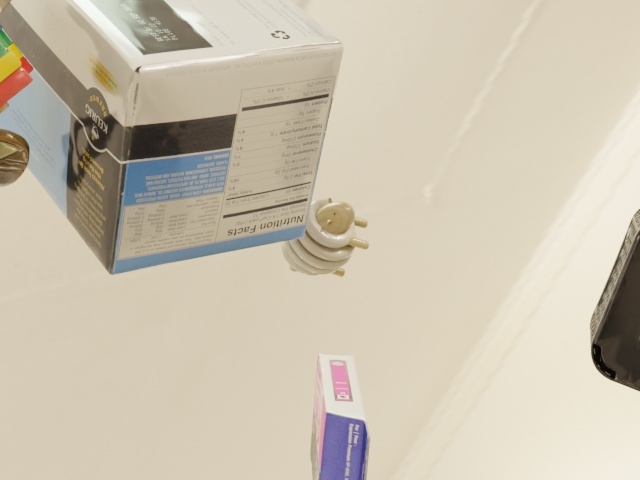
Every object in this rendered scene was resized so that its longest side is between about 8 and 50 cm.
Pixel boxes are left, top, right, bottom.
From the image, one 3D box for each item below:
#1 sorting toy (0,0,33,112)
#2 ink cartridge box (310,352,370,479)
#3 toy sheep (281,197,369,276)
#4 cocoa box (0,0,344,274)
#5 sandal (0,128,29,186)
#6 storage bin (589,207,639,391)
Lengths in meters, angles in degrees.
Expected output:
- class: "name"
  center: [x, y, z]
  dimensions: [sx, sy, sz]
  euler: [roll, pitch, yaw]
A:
- class: "sorting toy"
  center: [-0.349, -0.108, 1.194]
  dimensions: [0.255, 0.089, 0.257]
  euler: [-37, 16, 0]
- class: "ink cartridge box"
  center: [0.026, 0.300, 2.061]
  dimensions: [0.371, 0.069, 0.176]
  euler: [-110, 24, -77]
- class: "toy sheep"
  center: [0.000, 0.000, 1.610]
  dimensions: [0.091, 0.091, 0.132]
  euler: [-19, -25, -43]
- class: "cocoa box"
  center: [-0.175, -0.163, 1.427]
  dimensions: [0.231, 0.347, 0.228]
  euler: [-11, -51, -32]
- class: "sandal"
  center: [-0.335, -0.077, 1.377]
  dimensions: [0.072, 0.049, 0.180]
  euler: [18, -25, -24]
- class: "storage bin"
  center: [0.289, 0.059, 0.991]
  dimensions: [0.084, 0.180, 0.122]
  euler: [-45, -25, -77]
